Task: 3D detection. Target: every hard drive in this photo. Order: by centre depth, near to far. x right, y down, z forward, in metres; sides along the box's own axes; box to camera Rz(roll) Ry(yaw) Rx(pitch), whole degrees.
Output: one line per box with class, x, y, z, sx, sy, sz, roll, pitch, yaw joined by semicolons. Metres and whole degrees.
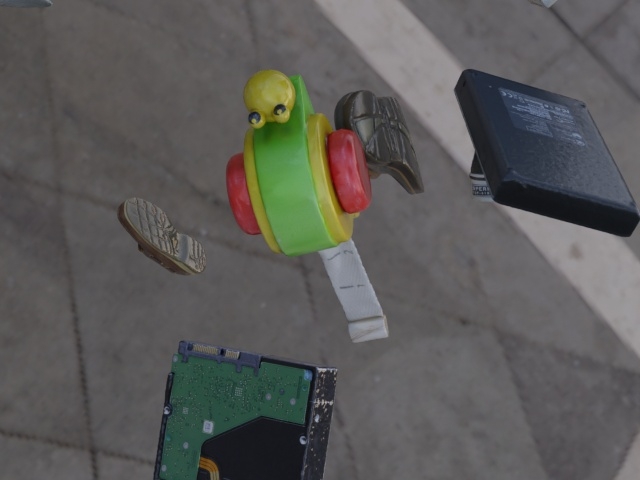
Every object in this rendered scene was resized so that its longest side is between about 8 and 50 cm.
hard drive;0.141;-0.058;0.872;0.094;0.022;0.135;14;32;-16
hard drive;-0.109;0.313;1.808;0.064;0.236;0.339;9;88;-59

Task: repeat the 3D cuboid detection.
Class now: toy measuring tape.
toy measuring tape;0.000;0.000;1.161;0.121;0.121;0.330;-84;160;-47

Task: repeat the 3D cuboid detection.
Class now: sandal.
sandal;0.045;-0.085;1.263;0.219;0.060;0.090;3;72;-71

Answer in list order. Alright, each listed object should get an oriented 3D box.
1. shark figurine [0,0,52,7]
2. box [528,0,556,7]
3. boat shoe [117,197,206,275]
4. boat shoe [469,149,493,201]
shark figurine;-0.324;-0.117;1.145;0.278;0.166;0.116;-84;155;-42
box;0.215;-0.300;1.054;0.127;0.232;0.148;48;11;-6
boat shoe;-0.238;0.002;1.989;0.178;0.060;0.064;42;42;-44
boat shoe;0.194;-0.084;1.209;0.219;0.077;0.070;-20;109;-60
